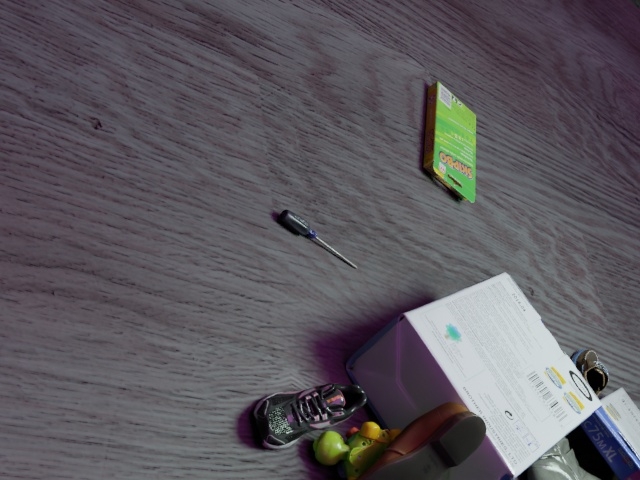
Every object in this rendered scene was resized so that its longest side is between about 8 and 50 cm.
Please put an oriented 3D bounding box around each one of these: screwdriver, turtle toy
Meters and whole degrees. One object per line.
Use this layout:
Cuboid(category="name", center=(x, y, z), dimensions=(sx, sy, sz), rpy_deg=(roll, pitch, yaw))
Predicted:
Cuboid(category="screwdriver", center=(0.000, 0.000, 1.380), dimensions=(0.170, 0.024, 0.025), rpy_deg=(35, 14, -38))
Cuboid(category="turtle toy", center=(0.051, 0.285, 1.197), dimensions=(0.130, 0.066, 0.095), rpy_deg=(22, 78, -33))

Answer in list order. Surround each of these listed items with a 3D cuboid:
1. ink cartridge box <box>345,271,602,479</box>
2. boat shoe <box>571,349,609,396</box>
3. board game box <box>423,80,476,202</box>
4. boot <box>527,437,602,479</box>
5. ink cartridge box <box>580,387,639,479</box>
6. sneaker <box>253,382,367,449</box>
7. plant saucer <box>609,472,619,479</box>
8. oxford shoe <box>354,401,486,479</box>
Cuboid(category="ink cartridge box", center=(0.259, 0.215, 1.389), dimensions=(0.395, 0.151, 0.270), rpy_deg=(-15, 67, -51))
Cuboid(category="boat shoe", center=(0.526, 0.270, 1.760), dimensions=(0.066, 0.066, 0.183), rpy_deg=(51, 38, -11))
Cuboid(category="board game box", center=(0.259, -0.192, 1.794), dimensions=(0.124, 0.039, 0.259), rpy_deg=(36, 40, -28))
Cuboid(category="boot", center=(0.432, 0.382, 1.557), dimensions=(0.246, 0.083, 0.161), rpy_deg=(10, 58, -39))
Cuboid(category="ink cartridge box", center=(0.564, 0.374, 1.655), dimensions=(0.186, 0.065, 0.311), rpy_deg=(56, 19, 18))
Cuboid(category="sneaker", center=(-0.009, 0.214, 1.170), dimensions=(0.178, 0.077, 0.072), rpy_deg=(-12, 74, -51))
Cuboid(category="plant saucer", center=(0.598, 0.538, 1.685), dimensions=(0.241, 0.037, 0.241), rpy_deg=(28, 47, -36))
Cuboid(category="oxford shoe", center=(0.110, 0.283, 1.159), dimensions=(0.212, 0.076, 0.076), rpy_deg=(-32, 117, -13))
